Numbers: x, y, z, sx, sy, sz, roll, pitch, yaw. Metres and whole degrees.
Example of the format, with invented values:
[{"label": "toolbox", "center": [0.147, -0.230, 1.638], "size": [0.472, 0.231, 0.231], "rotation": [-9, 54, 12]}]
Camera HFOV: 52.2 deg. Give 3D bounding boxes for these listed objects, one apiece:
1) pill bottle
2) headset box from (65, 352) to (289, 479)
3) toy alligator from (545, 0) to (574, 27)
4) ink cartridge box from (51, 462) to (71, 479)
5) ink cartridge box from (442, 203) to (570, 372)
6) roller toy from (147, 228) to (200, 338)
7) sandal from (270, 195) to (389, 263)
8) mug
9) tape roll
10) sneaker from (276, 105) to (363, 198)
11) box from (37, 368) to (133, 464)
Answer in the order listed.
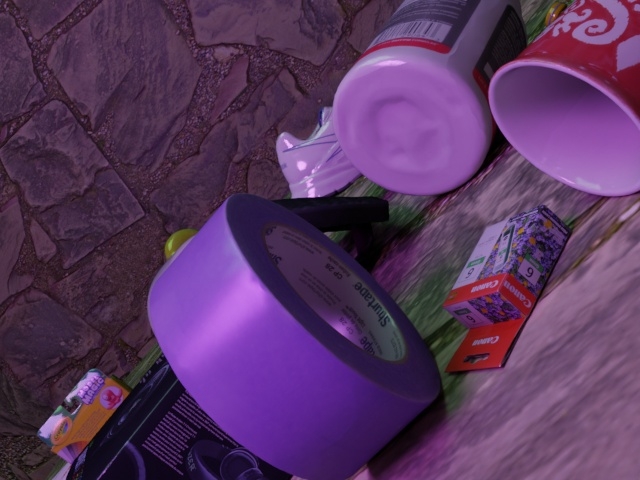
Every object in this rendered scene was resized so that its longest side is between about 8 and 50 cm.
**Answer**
[{"label": "pill bottle", "center": [0.150, -0.211, 0.794], "size": [0.176, 0.176, 0.318], "rotation": [-40, 13, 47]}, {"label": "headset box", "center": [-0.102, 0.160, 0.641], "size": [0.283, 0.131, 0.246], "rotation": [-52, 10, -15]}, {"label": "toy alligator", "center": [0.295, -0.254, 0.687], "size": [0.189, 0.056, 0.051], "rotation": [-51, -31, -6]}, {"label": "ink cartridge box", "center": [-0.365, 0.418, 0.907], "size": [0.273, 0.115, 0.198], "rotation": [-46, 10, 24]}, {"label": "ink cartridge box", "center": [0.116, 0.032, 0.436], "size": [0.115, 0.029, 0.063], "rotation": [-54, 10, -26]}, {"label": "roller toy", "center": [-0.137, 0.084, 0.942], "size": [0.146, 0.209, 0.191], "rotation": [-37, 32, 54]}, {"label": "sandal", "center": [0.002, 0.000, 0.845], "size": [0.446, 0.168, 0.106], "rotation": [-9, -85, -87]}, {"label": "mug", "center": [0.200, -0.127, 0.437], "size": [0.169, 0.113, 0.150], "rotation": [-48, 10, -11]}, {"label": "tape roll", "center": [-0.014, 0.060, 0.444], "size": [0.080, 0.189, 0.189], "rotation": [-48, 9, 14]}, {"label": "sneaker", "center": [0.070, -0.163, 0.992], "size": [0.297, 0.129, 0.111], "rotation": [-27, 6, -8]}, {"label": "box", "center": [-0.230, 0.240, 0.775], "size": [0.105, 0.179, 0.043], "rotation": [-51, 9, -12]}]
